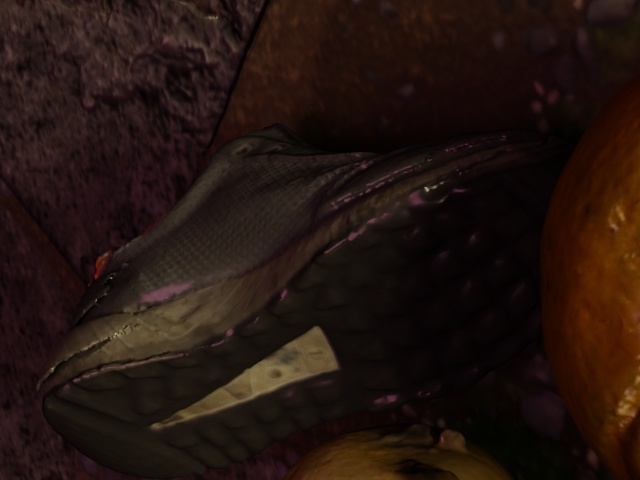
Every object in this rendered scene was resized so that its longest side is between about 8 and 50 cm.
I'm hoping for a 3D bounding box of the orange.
[{"bbox_3d":[0.190,0.023,0.800,0.240,0.171,0.240,20,116,48],"label":"orange"}]

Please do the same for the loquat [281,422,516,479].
[{"bbox_3d":[0.048,0.173,1.038,0.172,0.149,0.204,56,167,25],"label":"loquat"}]

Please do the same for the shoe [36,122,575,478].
[{"bbox_3d":[0.000,0.000,1.073,0.336,0.132,0.171,-25,40,28],"label":"shoe"}]
